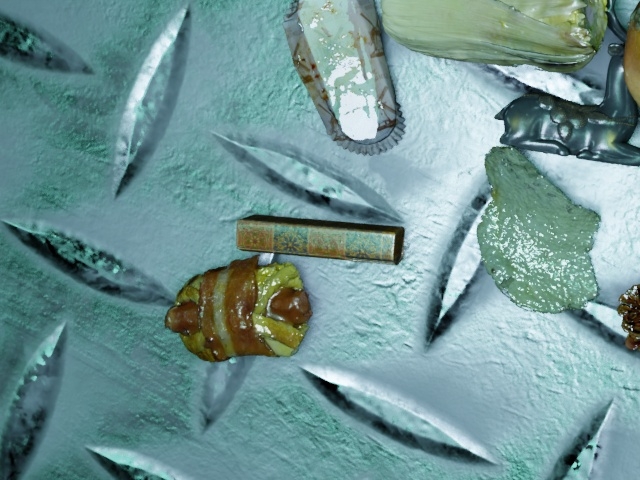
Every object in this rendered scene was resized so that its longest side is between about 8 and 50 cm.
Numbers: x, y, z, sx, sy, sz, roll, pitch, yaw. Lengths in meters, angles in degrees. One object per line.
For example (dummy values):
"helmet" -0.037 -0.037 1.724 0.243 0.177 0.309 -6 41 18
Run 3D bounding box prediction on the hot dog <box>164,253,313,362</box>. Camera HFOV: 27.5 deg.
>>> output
"hot dog" -0.113 0.100 1.792 0.213 0.103 0.146 -13 92 16

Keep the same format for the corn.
"corn" 0.215 -0.285 1.634 0.305 0.122 0.123 11 83 36

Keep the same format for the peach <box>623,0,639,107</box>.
"peach" 0.466 -0.214 1.527 0.235 0.214 0.214 15 99 -13

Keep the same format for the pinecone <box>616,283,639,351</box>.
"pinecone" 0.423 0.100 1.661 0.109 0.102 0.102 39 104 -23

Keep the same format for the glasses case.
"glasses case" 0.000 0.000 1.769 0.218 0.075 0.049 5 98 13

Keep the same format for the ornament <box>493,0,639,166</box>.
"ornament" 0.336 -0.225 1.668 0.202 0.080 0.236 10 99 10

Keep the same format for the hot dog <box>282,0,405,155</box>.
"hot dog" 0.035 -0.234 1.748 0.131 0.069 0.253 -20 92 6

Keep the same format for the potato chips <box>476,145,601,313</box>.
"potato chips" 0.280 -0.018 1.704 0.167 0.059 0.228 3 107 24
